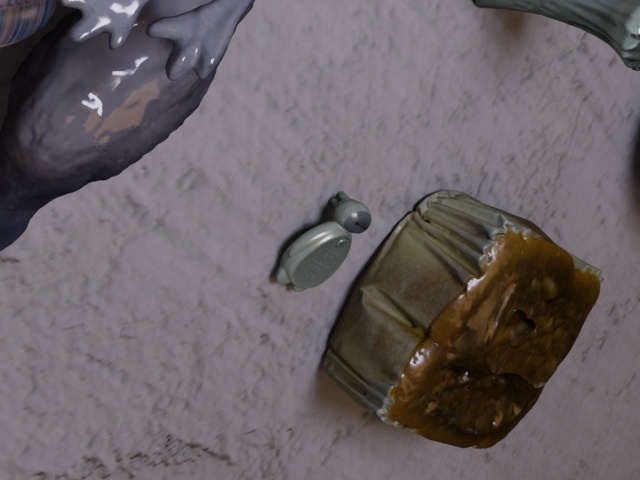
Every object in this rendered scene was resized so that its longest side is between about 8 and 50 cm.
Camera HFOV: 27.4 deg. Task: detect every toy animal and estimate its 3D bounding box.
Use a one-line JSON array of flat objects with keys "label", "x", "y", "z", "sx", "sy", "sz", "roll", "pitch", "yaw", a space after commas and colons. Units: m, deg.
[{"label": "toy animal", "x": -0.085, "y": -0.105, "z": 0.669, "sx": 0.367, "sy": 0.081, "sz": 0.206, "roll": -48, "pitch": -173, "yaw": -4}]

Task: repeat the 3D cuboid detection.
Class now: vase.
[{"label": "vase", "x": 0.178, "y": -0.170, "z": 0.892, "sx": 0.081, "sy": 0.149, "sz": 0.081, "roll": -27, "pitch": 135, "yaw": -30}]

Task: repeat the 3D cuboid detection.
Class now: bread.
[{"label": "bread", "x": 0.122, "y": 0.068, "z": 1.054, "sx": 0.210, "sy": 0.110, "sz": 0.192, "roll": 27, "pitch": 97, "yaw": -52}]

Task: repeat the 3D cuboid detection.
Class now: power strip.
[{"label": "power strip", "x": 0.000, "y": 0.000, "z": 0.944, "sx": 0.083, "sy": 0.035, "sz": 0.055, "roll": -46, "pitch": 144, "yaw": 13}]

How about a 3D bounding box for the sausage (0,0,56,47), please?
[{"label": "sausage", "x": -0.212, "y": -0.111, "z": 0.591, "sx": 0.234, "sy": 0.071, "sz": 0.071, "roll": -15, "pitch": 129, "yaw": -39}]
